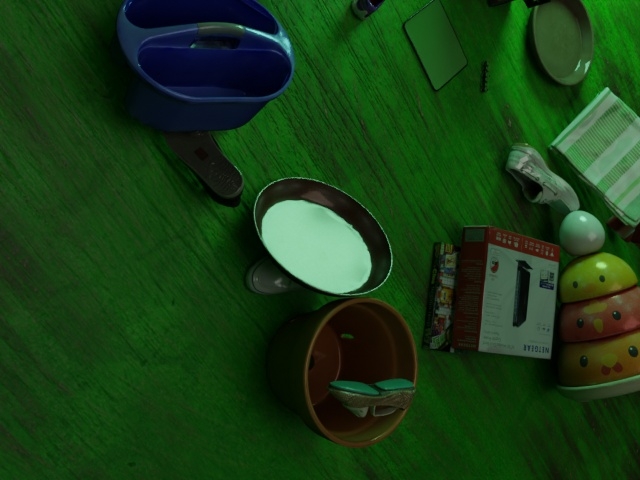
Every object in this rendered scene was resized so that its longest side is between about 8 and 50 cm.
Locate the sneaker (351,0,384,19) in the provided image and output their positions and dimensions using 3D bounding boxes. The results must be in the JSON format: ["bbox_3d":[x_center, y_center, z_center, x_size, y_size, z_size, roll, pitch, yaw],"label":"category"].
[{"bbox_3d":[0.139,-0.566,1.853,0.068,0.071,0.170,41,65,-29],"label":"sneaker"}]

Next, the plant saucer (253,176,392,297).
[{"bbox_3d":[0.000,0.000,1.662,0.310,0.050,0.311,19,41,-17],"label":"plant saucer"}]

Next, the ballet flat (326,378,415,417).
[{"bbox_3d":[0.096,0.302,1.553,0.206,0.073,0.067,7,100,-34],"label":"ballet flat"}]

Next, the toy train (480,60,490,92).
[{"bbox_3d":[0.424,-0.417,2.103,0.023,0.017,0.083,11,82,-48],"label":"toy train"}]

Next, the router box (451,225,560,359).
[{"bbox_3d":[0.473,0.137,2.066,0.335,0.082,0.301,12,82,-44],"label":"router box"}]

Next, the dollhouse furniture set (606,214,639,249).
[{"bbox_3d":[0.937,-0.165,2.386,0.152,0.201,0.374,34,76,-32],"label":"dollhouse furniture set"}]

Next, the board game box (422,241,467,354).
[{"bbox_3d":[0.318,0.142,2.004,0.136,0.030,0.260,13,81,-39],"label":"board game box"}]

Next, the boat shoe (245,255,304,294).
[{"bbox_3d":[-0.045,0.059,1.695,0.226,0.075,0.083,-15,98,-37],"label":"boat shoe"}]

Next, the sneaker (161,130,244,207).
[{"bbox_3d":[-0.230,-0.154,1.567,0.083,0.118,0.222,-35,82,-13],"label":"sneaker"}]

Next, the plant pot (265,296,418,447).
[{"bbox_3d":[0.026,0.257,1.667,0.290,0.203,0.291,1,88,-37],"label":"plant pot"}]

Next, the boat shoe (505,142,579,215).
[{"bbox_3d":[0.577,-0.139,2.171,0.277,0.098,0.096,39,72,-25],"label":"boat shoe"}]

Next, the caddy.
[{"bbox_3d":[-0.210,-0.334,1.469,0.341,0.179,0.241,-8,72,-35],"label":"caddy"}]

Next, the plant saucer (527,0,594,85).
[{"bbox_3d":[0.663,-0.564,2.275,0.277,0.041,0.278,1,88,-37],"label":"plant saucer"}]

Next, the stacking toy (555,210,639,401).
[{"bbox_3d":[0.731,0.156,2.175,0.350,0.350,0.480,-16,86,-37],"label":"stacking toy"}]

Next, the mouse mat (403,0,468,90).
[{"bbox_3d":[0.283,-0.478,2.002,0.152,0.007,0.190,-42,115,-30],"label":"mouse mat"}]

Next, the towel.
[{"bbox_3d":[0.822,-0.230,2.260,0.325,0.038,0.248,44,87,0],"label":"towel"}]

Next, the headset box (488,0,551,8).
[{"bbox_3d":[0.505,-0.729,2.045,0.110,0.218,0.293,-25,103,-35],"label":"headset box"}]
